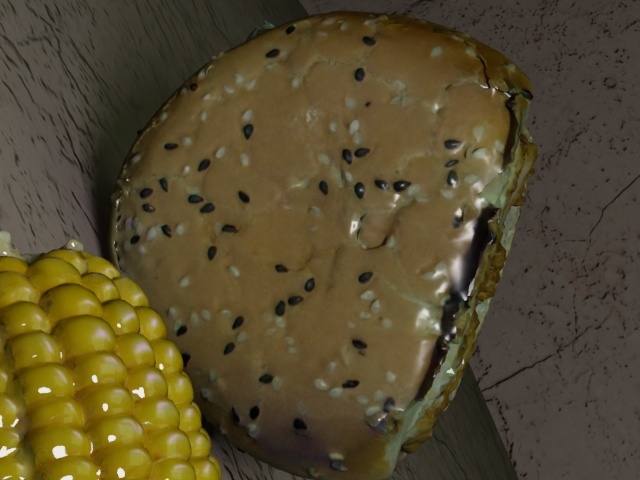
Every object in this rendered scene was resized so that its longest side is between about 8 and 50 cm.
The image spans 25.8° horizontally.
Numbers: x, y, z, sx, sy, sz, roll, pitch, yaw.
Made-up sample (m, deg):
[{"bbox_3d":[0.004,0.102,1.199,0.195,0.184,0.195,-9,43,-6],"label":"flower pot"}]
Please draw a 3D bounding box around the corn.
[{"bbox_3d":[-0.078,0.179,0.529,0.387,0.144,0.144,69,11,16],"label":"corn"}]

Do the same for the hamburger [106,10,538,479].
[{"bbox_3d":[0.000,0.000,0.984,0.195,0.276,0.318,37,70,-71],"label":"hamburger"}]
